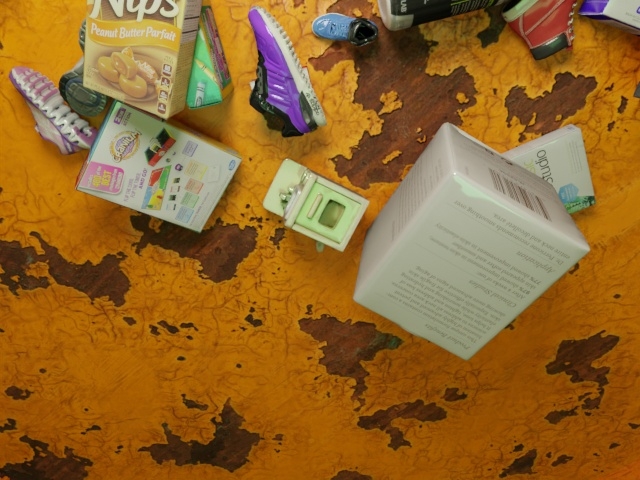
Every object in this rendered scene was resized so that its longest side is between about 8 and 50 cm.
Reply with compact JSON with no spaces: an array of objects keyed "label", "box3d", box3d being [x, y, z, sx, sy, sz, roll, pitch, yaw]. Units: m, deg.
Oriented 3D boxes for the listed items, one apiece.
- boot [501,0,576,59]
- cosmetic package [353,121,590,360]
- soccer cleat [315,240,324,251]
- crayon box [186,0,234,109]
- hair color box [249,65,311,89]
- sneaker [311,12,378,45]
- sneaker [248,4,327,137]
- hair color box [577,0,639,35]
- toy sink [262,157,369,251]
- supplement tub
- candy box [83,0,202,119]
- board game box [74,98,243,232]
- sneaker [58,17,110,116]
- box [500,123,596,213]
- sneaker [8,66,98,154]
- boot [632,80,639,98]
[{"label":"boot","box3d":[0.552,-0.528,0.980,0.176,0.088,0.244,40,119,-20]},{"label":"cosmetic package","box3d":[0.326,0.000,1.076,0.330,0.327,0.393,29,123,-7]},{"label":"soccer cleat","box3d":[0.000,0.000,1.283,0.029,0.035,0.083,5,118,-4]},{"label":"crayon box","box3d":[-0.274,-0.445,0.965,0.081,0.165,0.278,-10,118,5]},{"label":"hair color box","box3d":[-0.092,-0.369,1.078,0.141,0.043,0.071,-12,118,4]},{"label":"sneaker","box3d":[0.056,-0.474,1.000,0.152,0.084,0.058,7,118,-4]},{"label":"sneaker","box3d":[-0.108,-0.360,1.000,0.146,0.102,0.293,-25,114,12]},{"label":"hair color box","box3d":[0.726,-0.617,0.920,0.185,0.110,0.338,14,116,-9]},{"label":"toy sink","box3d":[-0.018,-0.095,1.161,0.234,0.131,0.152,26,100,-13]},{"label":"supplement tub","box3d":[0.272,-0.558,0.896,0.316,0.193,0.193,-12,118,5]},{"label":"candy box","box3d":[-0.332,-0.416,0.839,0.183,0.087,0.316,21,122,-2]},{"label":"board game box","box3d":[-0.389,-0.177,1.095,0.317,0.064,0.242,23,110,-34]},{"label":"sneaker","box3d":[-0.498,-0.399,1.023,0.111,0.129,0.297,38,130,-21]},{"label":"box","box3d":[0.551,-0.138,1.204,0.322,0.058,0.232,-23,116,13]},{"label":"sneaker","box3d":[-0.662,-0.302,1.084,0.105,0.095,0.236,-26,117,21]},{"label":"boot","box3d":[0.886,-0.494,0.913,0.367,0.146,0.444,-6,121,-32]}]
